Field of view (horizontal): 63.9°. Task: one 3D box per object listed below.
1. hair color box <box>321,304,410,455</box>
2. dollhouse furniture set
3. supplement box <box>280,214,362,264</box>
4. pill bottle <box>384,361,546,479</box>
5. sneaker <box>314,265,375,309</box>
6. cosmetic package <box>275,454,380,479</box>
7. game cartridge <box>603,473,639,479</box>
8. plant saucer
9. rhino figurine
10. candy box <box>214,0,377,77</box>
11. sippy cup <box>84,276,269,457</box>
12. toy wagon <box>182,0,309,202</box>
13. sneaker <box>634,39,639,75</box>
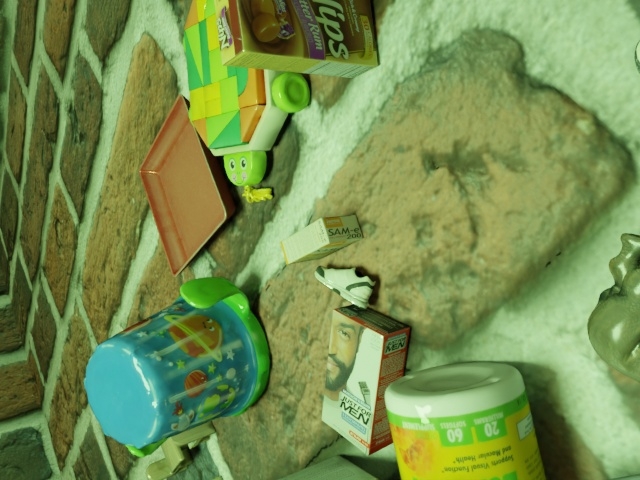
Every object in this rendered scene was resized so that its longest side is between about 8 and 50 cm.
[{"bbox_3d":[0.055,0.177,0.665,0.093,0.053,0.167,21,111,46],"label":"hair color box"},{"bbox_3d":[-0.324,0.463,1.068,0.242,0.161,0.212,58,134,25],"label":"dollhouse furniture set"},{"bbox_3d":[0.000,0.000,0.691,0.098,0.062,0.036,-29,74,48],"label":"supplement box"},{"bbox_3d":[0.153,0.255,0.502,0.136,0.136,0.245,-16,84,49],"label":"pill bottle"},{"bbox_3d":[0.034,0.054,0.688,0.109,0.040,0.043,27,89,48],"label":"sneaker"},{"bbox_3d":[0.019,0.376,0.545,0.385,0.156,0.217,123,129,-71],"label":"cosmetic package"},{"bbox_3d":[0.304,0.295,0.354,0.196,0.060,0.294,-41,80,41],"label":"game cartridge"},{"bbox_3d":[-0.255,-0.097,0.981,0.259,0.048,0.258,-40,67,46],"label":"plant saucer"},{"bbox_3d":[0.304,0.091,0.350,0.243,0.073,0.106,33,117,39],"label":"rhino figurine"},{"bbox_3d":[-0.024,-0.250,0.579,0.053,0.187,0.109,-5,94,52],"label":"candy box"},{"bbox_3d":[-0.240,0.213,0.836,0.240,0.224,0.305,-3,97,31],"label":"sippy cup"},{"bbox_3d":[-0.125,-0.229,0.792,0.267,0.068,0.344,5,100,49],"label":"toy wagon"},{"bbox_3d":[0.309,-0.149,0.286,0.235,0.095,0.090,-27,74,46],"label":"sneaker"}]
